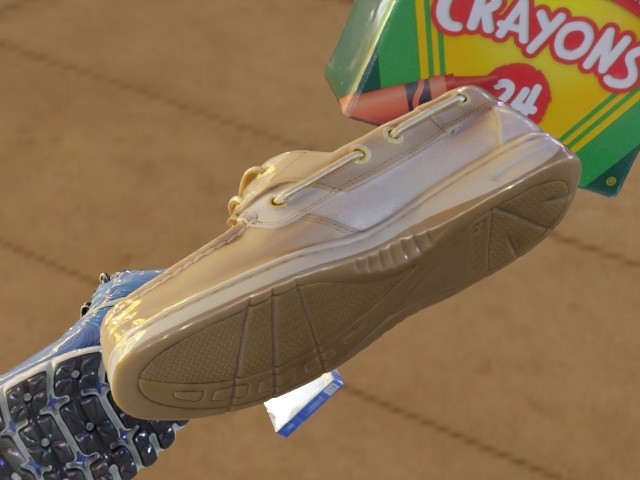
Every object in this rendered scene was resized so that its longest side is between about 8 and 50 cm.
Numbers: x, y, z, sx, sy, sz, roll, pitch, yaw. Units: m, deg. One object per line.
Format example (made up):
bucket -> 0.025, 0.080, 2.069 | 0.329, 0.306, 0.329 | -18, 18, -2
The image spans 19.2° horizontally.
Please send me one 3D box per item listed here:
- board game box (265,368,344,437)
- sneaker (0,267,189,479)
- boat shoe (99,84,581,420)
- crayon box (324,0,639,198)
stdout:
board game box -> -0.024, 0.153, 2.050 | 0.090, 0.020, 0.090 | -43, 40, 16
sneaker -> -0.165, 0.107, 1.613 | 0.330, 0.129, 0.147 | -25, 25, -27
boat shoe -> 0.000, 0.000, 0.599 | 0.170, 0.063, 0.059 | -24, 56, -24
crayon box -> 0.155, -0.202, 1.187 | 0.202, 0.318, 0.081 | 15, 22, -18
